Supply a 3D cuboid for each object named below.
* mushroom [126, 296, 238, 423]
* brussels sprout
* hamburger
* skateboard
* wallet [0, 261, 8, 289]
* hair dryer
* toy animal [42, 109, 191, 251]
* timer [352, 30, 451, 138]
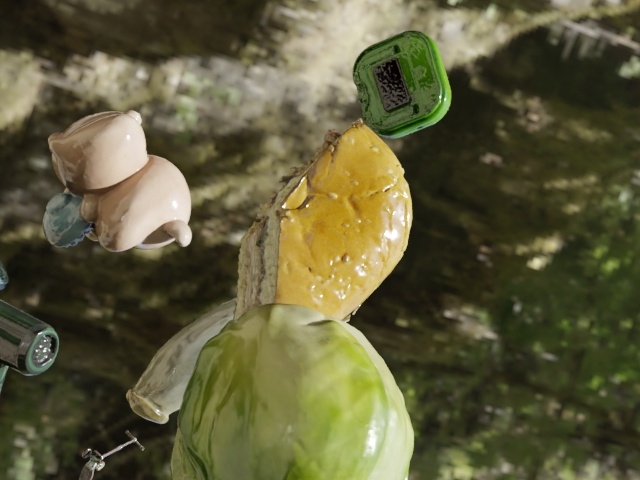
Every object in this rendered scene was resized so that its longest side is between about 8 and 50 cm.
[{"bbox_3d":[-0.124,0.139,2.277,0.097,0.351,0.109,37,-26,52],"label":"mushroom"},{"bbox_3d":[-0.030,0.219,1.722,0.259,0.227,0.294,2,-97,34],"label":"brussels sprout"},{"bbox_3d":[0.000,0.000,1.920,0.155,0.245,0.282,140,-57,-68],"label":"hamburger"},{"bbox_3d":[-0.254,0.265,1.923,0.032,0.083,0.064,40,-53,20],"label":"skateboard"},{"bbox_3d":[-0.512,-0.051,1.826,0.290,0.251,0.054,45,-67,27],"label":"wallet"},{"bbox_3d":[-0.340,0.161,1.646,0.100,0.057,0.197,25,-77,31],"label":"hair dryer"},{"bbox_3d":[-0.320,-0.097,2.525,0.210,0.230,0.221,-151,-117,-70],"label":"toy animal"},{"bbox_3d":[0.111,-0.216,2.216,0.128,0.047,0.140,-20,-108,19],"label":"timer"}]
